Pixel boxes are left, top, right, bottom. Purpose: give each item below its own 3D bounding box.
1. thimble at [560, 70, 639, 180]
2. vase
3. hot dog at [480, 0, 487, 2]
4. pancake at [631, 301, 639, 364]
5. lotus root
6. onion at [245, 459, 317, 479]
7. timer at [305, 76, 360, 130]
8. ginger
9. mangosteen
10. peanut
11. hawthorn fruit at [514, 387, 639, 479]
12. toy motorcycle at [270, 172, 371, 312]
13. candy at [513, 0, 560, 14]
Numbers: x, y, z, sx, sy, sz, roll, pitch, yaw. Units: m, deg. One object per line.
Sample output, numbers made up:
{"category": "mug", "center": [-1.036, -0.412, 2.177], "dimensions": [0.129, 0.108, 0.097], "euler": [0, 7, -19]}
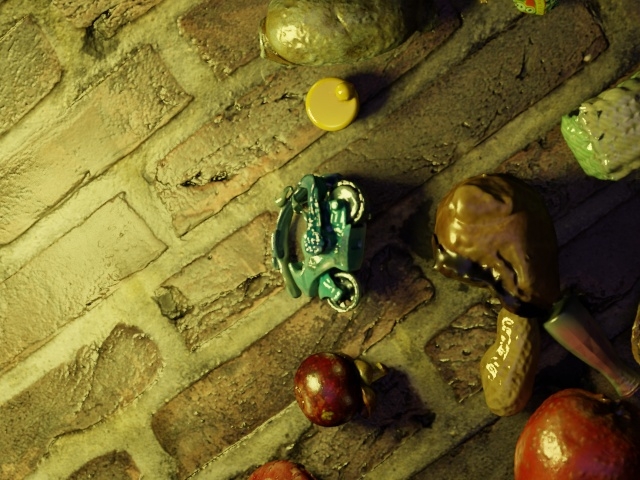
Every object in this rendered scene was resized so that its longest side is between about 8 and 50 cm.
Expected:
{"category": "thimble", "center": [0.549, -0.207, 1.804], "dimensions": [0.219, 0.219, 0.150], "euler": [-29, 91, 9]}
{"category": "vase", "center": [0.521, 0.207, 1.907], "dimensions": [0.086, 0.086, 0.214], "euler": [-44, 91, 8]}
{"category": "hot dog", "center": [0.311, -0.613, 1.876], "dimensions": [0.135, 0.100, 0.337], "euler": [8, 94, 16]}
{"category": "pancake", "center": [0.770, 0.168, 1.864], "dimensions": [0.386, 0.082, 0.387], "euler": [0, 95, 4]}
{"category": "lotus root", "center": [0.049, -0.418, 1.890], "dimensions": [0.349, 0.175, 0.175], "euler": [-9, 92, 6]}
{"category": "onion", "center": [-0.081, 0.531, 1.978], "dimensions": [0.184, 0.147, 0.184], "euler": [5, 104, 19]}
{"category": "timer", "center": [0.024, -0.264, 1.931], "dimensions": [0.107, 0.109, 0.107], "euler": [1, 94, 8]}
{"category": "ginger", "center": [0.340, -0.007, 1.854], "dimensions": [0.269, 0.200, 0.223], "euler": [25, 102, 10]}
{"category": "mangosteen", "center": [0.037, 0.289, 1.964], "dimensions": [0.146, 0.181, 0.156], "euler": [-41, 65, 50]}
{"category": "peanut", "center": [0.363, 0.226, 1.919], "dimensions": [0.108, 0.095, 0.226], "euler": [13, 94, 10]}
{"category": "hawthorn fruit", "center": [0.483, 0.441, 1.837], "dimensions": [0.287, 0.287, 0.330], "euler": [22, 102, 6]}
{"category": "toy motorcycle", "center": [0.000, 0.000, 1.943], "dimensions": [0.206, 0.154, 0.260], "euler": [10, 99, 31]}
{"category": "candy", "center": [0.495, -0.524, 1.877], "dimensions": [0.305, 0.083, 0.091], "euler": [-32, 72, 1]}
